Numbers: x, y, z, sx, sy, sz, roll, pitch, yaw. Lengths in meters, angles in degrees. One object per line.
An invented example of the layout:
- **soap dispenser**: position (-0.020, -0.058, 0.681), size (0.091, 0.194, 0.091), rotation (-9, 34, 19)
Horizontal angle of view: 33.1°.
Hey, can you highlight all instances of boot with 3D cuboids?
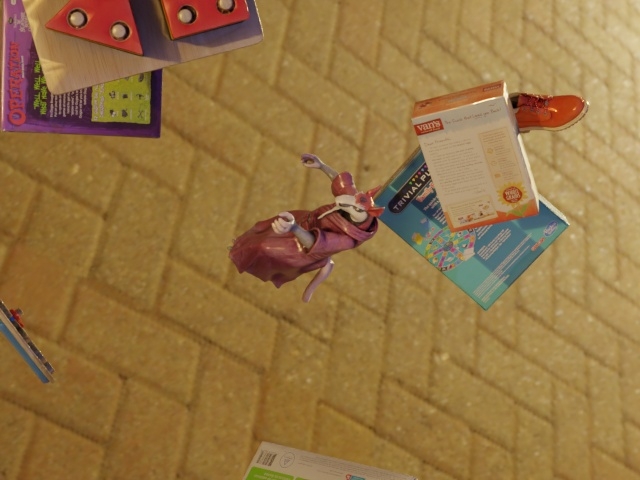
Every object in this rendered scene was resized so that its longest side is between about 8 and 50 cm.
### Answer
- **boot**: position (0.379, -0.228, 1.864), size (0.084, 0.158, 0.059), rotation (36, 53, -51)

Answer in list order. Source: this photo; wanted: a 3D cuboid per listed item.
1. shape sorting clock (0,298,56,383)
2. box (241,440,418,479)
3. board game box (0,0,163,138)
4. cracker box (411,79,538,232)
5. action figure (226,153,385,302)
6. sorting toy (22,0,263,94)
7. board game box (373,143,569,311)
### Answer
- **shape sorting clock**: position (-0.416, 0.106, 1.443), size (0.040, 0.206, 0.206), rotation (-41, 101, -17)
- **box**: position (-0.005, 0.400, 1.366), size (0.127, 0.262, 0.231), rotation (51, 55, -38)
- **board game box**: position (-0.308, -0.310, 1.403), size (0.208, 0.056, 0.347), rotation (1, 94, -22)
- **cracker box**: position (0.261, -0.137, 1.796), size (0.067, 0.155, 0.232), rotation (-74, 147, -54)
- **action figure**: position (0.000, 0.000, 2.056), size (0.276, 0.370, 0.248), rotation (50, 48, -20)
- **sorting toy**: position (-0.215, -0.317, 1.201), size (0.255, 0.089, 0.257), rotation (-16, 99, -7)
- **board game box**: position (0.306, -0.057, 2.253), size (0.336, 0.254, 0.079), rotation (41, 16, -5)
